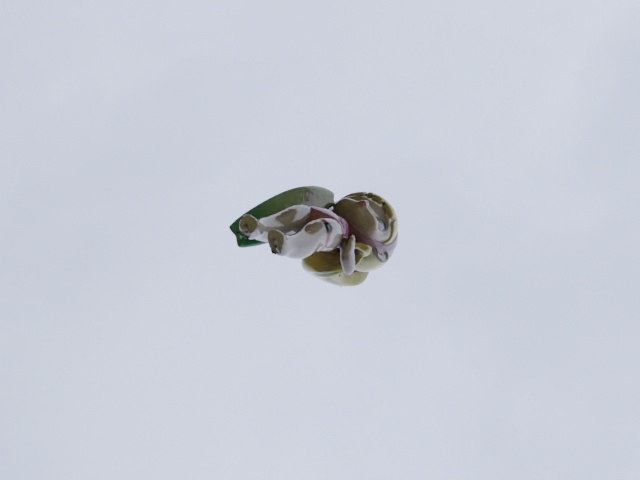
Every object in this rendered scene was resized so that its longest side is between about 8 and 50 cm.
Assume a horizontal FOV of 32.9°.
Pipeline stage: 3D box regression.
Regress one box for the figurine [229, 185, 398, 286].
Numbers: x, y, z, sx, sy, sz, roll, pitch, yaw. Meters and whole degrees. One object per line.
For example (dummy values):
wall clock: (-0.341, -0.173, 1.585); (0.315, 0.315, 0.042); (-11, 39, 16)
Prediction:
figurine: (0.000, 0.000, 0.811); (0.083, 0.187, 0.083); (1, -87, 28)
